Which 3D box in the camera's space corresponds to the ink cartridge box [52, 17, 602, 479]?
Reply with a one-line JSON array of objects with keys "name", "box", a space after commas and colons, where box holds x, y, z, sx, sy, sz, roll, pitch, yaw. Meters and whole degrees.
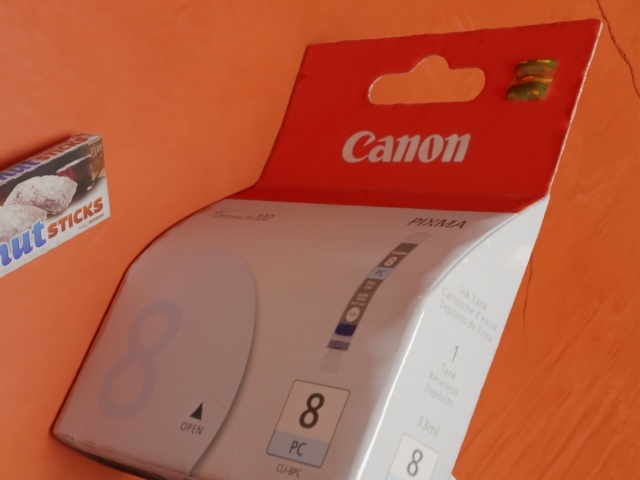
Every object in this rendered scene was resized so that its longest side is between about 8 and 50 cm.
[{"name": "ink cartridge box", "box": [0.000, 0.000, 0.962, 0.091, 0.308, 0.385, 34, 71, -38]}]

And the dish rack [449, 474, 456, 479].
[{"name": "dish rack", "box": [0.086, 0.372, 1.093, 0.285, 0.072, 0.333, 51, 60, -31]}]

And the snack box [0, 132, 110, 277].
[{"name": "snack box", "box": [-0.207, -0.016, 0.931, 0.178, 0.022, 0.064, -36, 131, -52]}]
